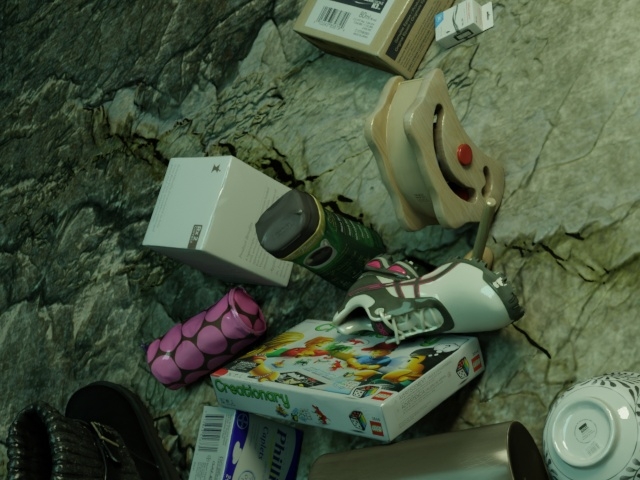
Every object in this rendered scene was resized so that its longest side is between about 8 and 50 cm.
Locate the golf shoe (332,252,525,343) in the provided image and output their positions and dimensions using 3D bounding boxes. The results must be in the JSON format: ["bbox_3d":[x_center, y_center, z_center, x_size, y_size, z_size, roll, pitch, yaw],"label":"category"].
[{"bbox_3d":[0.133,0.089,1.256,0.120,0.105,0.273,-42,23,-30],"label":"golf shoe"}]

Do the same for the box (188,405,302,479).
[{"bbox_3d":[-0.102,0.304,1.377,0.072,0.137,0.126,-6,66,41],"label":"box"}]

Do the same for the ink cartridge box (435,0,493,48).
[{"bbox_3d":[0.210,-0.322,1.474,0.083,0.028,0.048,-21,57,36],"label":"ink cartridge box"}]

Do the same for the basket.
[{"bbox_3d":[0.132,0.292,1.133,0.227,0.204,0.154,-22,50,25],"label":"basket"}]

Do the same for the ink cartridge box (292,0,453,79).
[{"bbox_3d":[0.089,-0.375,1.577,0.235,0.088,0.193,29,92,48],"label":"ink cartridge box"}]

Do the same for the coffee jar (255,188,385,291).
[{"bbox_3d":[0.000,0.000,1.398,0.096,0.184,0.079,-39,47,23],"label":"coffee jar"}]

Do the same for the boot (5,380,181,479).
[{"bbox_3d":[-0.378,0.306,1.553,0.348,0.260,0.131,37,97,47],"label":"boot"}]

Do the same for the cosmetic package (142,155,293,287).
[{"bbox_3d":[-0.143,-0.028,1.552,0.151,0.184,0.151,3,71,45],"label":"cosmetic package"}]

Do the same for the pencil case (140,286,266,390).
[{"bbox_3d":[-0.180,0.149,1.573,0.209,0.095,0.098,-31,35,27],"label":"pencil case"}]

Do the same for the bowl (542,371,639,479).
[{"bbox_3d":[0.298,0.213,1.076,0.170,0.080,0.170,-22,55,36],"label":"bowl"}]

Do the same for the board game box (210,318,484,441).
[{"bbox_3d":[0.030,0.171,1.290,0.305,0.193,0.053,2,111,44],"label":"board game box"}]

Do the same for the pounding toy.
[{"bbox_3d":[0.184,-0.089,1.273,0.155,0.269,0.154,-3,28,43],"label":"pounding toy"}]
